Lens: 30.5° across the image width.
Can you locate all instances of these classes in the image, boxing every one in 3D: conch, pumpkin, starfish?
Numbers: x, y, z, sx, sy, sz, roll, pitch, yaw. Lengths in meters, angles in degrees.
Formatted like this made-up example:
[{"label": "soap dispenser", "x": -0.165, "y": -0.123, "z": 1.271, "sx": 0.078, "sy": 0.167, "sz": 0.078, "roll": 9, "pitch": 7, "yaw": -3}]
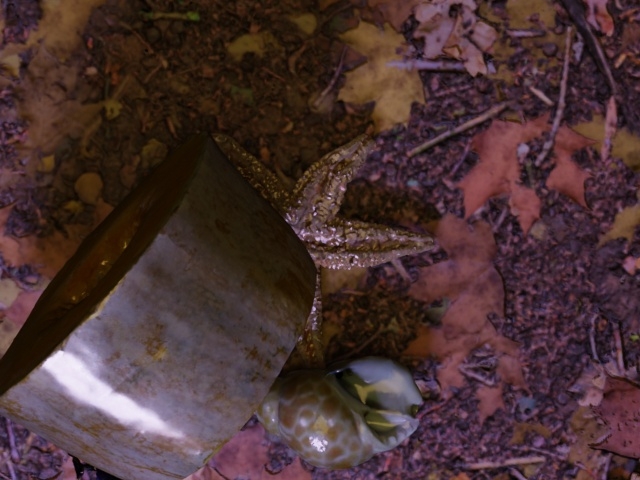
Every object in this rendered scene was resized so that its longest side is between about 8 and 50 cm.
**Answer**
[{"label": "conch", "x": 0.018, "y": 0.182, "z": 1.237, "sx": 0.173, "sy": 0.106, "sz": 0.116, "roll": -23, "pitch": 105, "yaw": -13}, {"label": "pumpkin", "x": -0.149, "y": 0.080, "z": 1.117, "sx": 0.199, "sy": 0.332, "sz": 0.332, "roll": 41, "pitch": 90, "yaw": -19}, {"label": "starfish", "x": 0.001, "y": 0.000, "z": 1.247, "sx": 0.231, "sy": 0.048, "sz": 0.295, "roll": -21, "pitch": 98, "yaw": -3}]

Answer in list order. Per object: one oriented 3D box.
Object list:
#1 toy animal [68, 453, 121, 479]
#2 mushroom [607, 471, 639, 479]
[{"label": "toy animal", "x": -0.214, "y": 0.238, "z": 1.248, "sx": 0.108, "sy": 0.062, "sz": 0.220, "roll": 19, "pitch": 91, "yaw": -24}, {"label": "mushroom", "x": 0.364, "y": 0.286, "z": 1.309, "sx": 0.101, "sy": 0.019, "sz": 0.049, "roll": 8, "pitch": 93, "yaw": -6}]
